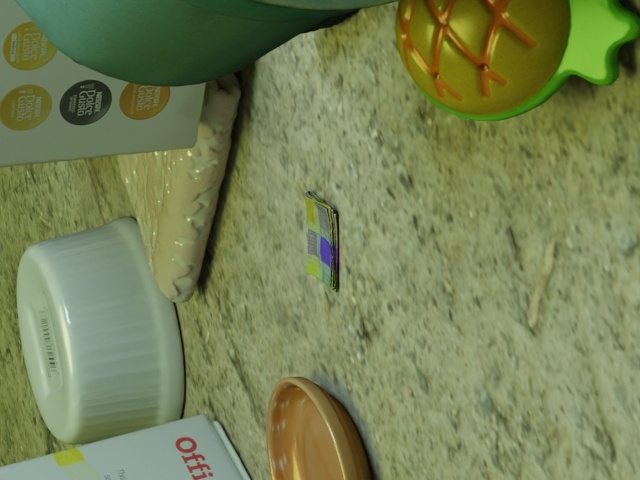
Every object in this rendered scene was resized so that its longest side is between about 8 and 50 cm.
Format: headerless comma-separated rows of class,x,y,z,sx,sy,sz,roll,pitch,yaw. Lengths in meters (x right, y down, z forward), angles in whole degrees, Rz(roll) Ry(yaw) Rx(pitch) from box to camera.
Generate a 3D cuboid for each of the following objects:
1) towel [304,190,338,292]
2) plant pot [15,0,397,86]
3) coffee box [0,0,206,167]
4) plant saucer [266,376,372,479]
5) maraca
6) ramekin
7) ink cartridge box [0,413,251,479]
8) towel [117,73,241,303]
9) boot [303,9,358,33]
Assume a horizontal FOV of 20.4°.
towel,0.000,0.000,1.610,0.060,0.009,0.083,-142,46,-57
plant pot,-0.069,-0.263,1.161,0.334,0.341,0.341,150,108,-66
coffee box,-0.301,-0.301,1.668,0.338,0.334,0.338,-123,36,-45
plant saucer,0.002,0.224,1.670,0.200,0.037,0.200,170,90,-69
maraca,0.124,-0.143,1.142,0.185,0.099,0.127,-7,95,42
ramekin,-0.275,0.117,2.161,0.277,0.135,0.277,169,90,-67
ink cartridge box,-0.245,0.370,1.880,0.279,0.384,0.160,-123,28,-44
towel,-0.178,-0.149,1.921,0.332,0.053,0.317,106,146,-49
boot,-0.003,-0.272,1.427,0.246,0.083,0.161,-34,63,58
